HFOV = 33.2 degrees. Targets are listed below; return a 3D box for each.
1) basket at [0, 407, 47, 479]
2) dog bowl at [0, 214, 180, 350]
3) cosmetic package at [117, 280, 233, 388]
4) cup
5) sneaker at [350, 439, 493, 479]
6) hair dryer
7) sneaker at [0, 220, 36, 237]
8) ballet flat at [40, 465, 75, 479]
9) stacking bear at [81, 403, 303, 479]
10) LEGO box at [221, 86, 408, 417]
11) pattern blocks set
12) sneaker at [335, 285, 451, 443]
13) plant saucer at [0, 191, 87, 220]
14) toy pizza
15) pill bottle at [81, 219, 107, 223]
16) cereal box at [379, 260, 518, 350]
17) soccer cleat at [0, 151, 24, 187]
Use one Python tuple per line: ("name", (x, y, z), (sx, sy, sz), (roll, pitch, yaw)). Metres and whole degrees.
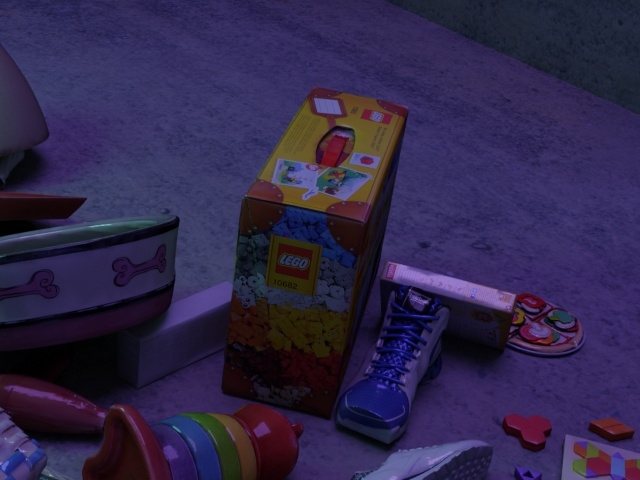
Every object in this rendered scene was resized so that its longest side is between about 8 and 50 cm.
("basket", (-0.501, 0.280, 1.332), (0.289, 0.254, 0.201), (30, 36, 14))
("dog bowl", (-0.418, 0.065, 1.719), (0.408, 0.150, 0.408), (-9, 6, 1))
("cosmetic package", (-0.230, 0.154, 1.801), (0.060, 0.098, 0.239), (30, 34, 33))
("cup", (-0.763, -0.314, 2.282), (0.331, 0.236, 0.331), (-4, 19, 1))
("sneaker", (0.157, 0.338, 1.591), (0.235, 0.090, 0.095), (-12, 25, -35))
("hair dryer", (-0.430, 0.211, 1.659), (0.224, 0.080, 0.293), (-17, 39, -42))
("sneaker", (-0.615, 0.018, 1.953), (0.228, 0.087, 0.130), (-3, 24, -31))
("ballet flat", (-0.399, 0.332, 1.490), (0.168, 0.057, 0.052), (23, 4, 18))
("stacking bear", (-0.154, 0.305, 1.494), (0.289, 0.175, 0.164), (-7, 47, -43))
("LEGO box", (0.000, 0.000, 1.861), (0.193, 0.372, 0.500), (12, 29, 6))
("pattern blocks set", (0.462, 0.367, 1.679), (0.325, 0.026, 0.285), (7, 29, -4))
("sneaker", (0.126, 0.177, 1.769), (0.128, 0.182, 0.315), (17, 29, 18))
("plant saucer", (-0.622, -0.067, 2.032), (0.259, 0.047, 0.259), (4, 3, 26))
("toy pizza", (0.408, 0.153, 2.048), (0.201, 0.032, 0.201), (7, 28, -4))
("pill bottle", (-0.401, -0.007, 2.081), (0.120, 0.067, 0.067), (-4, 31, -23))
("cereal box", (0.226, 0.118, 1.927), (0.240, 0.173, 0.047), (16, 65, 11))
("soccer cleat", (-0.685, -0.146, 2.274), (0.076, 0.068, 0.196), (44, 27, 3))
